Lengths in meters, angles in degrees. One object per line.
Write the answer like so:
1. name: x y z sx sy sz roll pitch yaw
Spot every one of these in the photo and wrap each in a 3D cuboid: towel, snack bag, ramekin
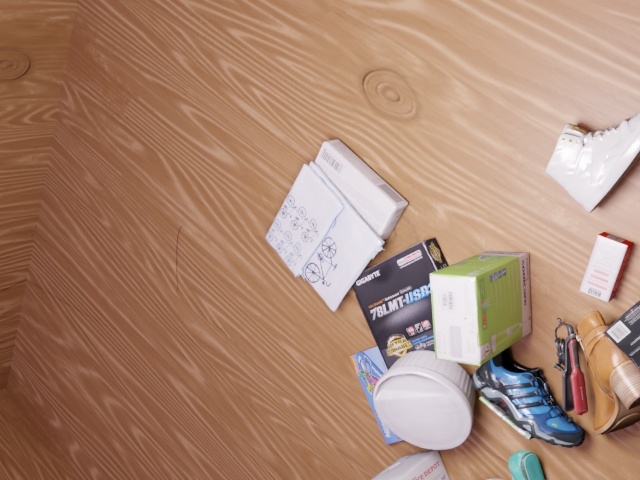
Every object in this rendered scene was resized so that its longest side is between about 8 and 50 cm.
1. towel: 0.478 0.441 1.826 0.152 0.113 0.023 39 98 28
2. snack bag: 0.000 0.000 2.084 0.342 0.037 0.323 50 130 21
3. ramekin: 0.284 0.411 1.919 0.273 0.127 0.272 15 128 20

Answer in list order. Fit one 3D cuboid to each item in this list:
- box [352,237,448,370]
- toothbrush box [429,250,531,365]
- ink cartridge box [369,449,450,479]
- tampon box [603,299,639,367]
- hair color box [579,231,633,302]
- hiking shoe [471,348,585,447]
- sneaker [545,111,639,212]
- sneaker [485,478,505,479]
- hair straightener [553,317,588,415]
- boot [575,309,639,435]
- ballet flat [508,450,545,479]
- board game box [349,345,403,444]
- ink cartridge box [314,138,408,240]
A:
1. box: 0.249 0.180 1.979 0.296 0.073 0.293 -29 82 40
2. toothbrush box: 0.385 0.151 1.713 0.122 0.283 0.206 3 103 41
3. ink cartridge box: 0.280 0.765 1.991 0.129 0.223 0.307 -27 83 40
4. tampon box: 0.700 0.176 1.534 0.101 0.161 0.120 49 125 20
5. hair color box: 0.642 0.060 1.633 0.072 0.043 0.141 26 115 33
6. hiking shoe: 0.517 0.381 1.773 0.304 0.113 0.132 34 114 25
7. sneaker: 0.604 -0.218 1.555 0.169 0.108 0.292 45 127 19
8. sneaker: 0.438 0.676 1.954 0.152 0.061 0.053 -29 73 21
9. hair straightener: 0.577 0.296 1.725 0.089 0.047 0.230 -8 94 65
10. boot: 0.638 0.308 1.649 0.283 0.109 0.220 76 173 -54
11. ballet flat: 0.544 0.651 1.848 0.087 0.083 0.247 -23 85 65
12. board game box: 0.196 0.446 2.116 0.145 0.027 0.281 -28 82 39
13. ink cartridge box: 0.075 -0.097 2.059 0.296 0.066 0.261 46 129 23
